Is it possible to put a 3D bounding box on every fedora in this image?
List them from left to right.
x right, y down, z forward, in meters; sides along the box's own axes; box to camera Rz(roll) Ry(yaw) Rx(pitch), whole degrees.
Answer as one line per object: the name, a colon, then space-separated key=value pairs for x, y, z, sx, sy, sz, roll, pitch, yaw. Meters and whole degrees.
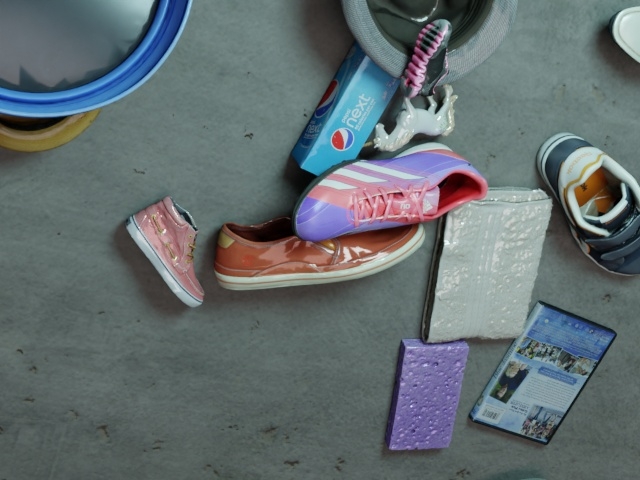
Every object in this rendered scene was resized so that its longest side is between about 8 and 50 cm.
fedora: x=-0.384 y=-0.214 z=1.388 sx=0.194 sy=0.079 sz=0.194 roll=-8 pitch=112 yaw=-20
fedora: x=0.134 y=-0.362 z=1.448 sx=0.244 sy=0.124 sz=0.275 roll=-43 pitch=125 yaw=7

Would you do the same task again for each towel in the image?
towel: x=0.275 y=0.043 z=1.723 sx=0.187 sy=0.049 sz=0.282 roll=-1 pitch=114 yaw=-16

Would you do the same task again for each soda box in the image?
soda box: x=0.042 y=-0.192 z=1.533 sx=0.071 sy=0.067 sz=0.210 roll=24 pitch=105 yaw=-25

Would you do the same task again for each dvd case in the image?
dvd case: x=0.399 y=0.242 z=1.867 sx=0.180 sy=0.022 sz=0.253 roll=21 pitch=106 yaw=-25

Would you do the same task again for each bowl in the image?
bowl: x=-0.350 y=-0.347 z=1.284 sx=0.391 sy=0.077 sz=0.391 roll=-3 pitch=98 yaw=-20

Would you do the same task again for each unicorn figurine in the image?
unicorn figurine: x=0.139 y=-0.185 z=1.556 sx=0.162 sy=0.060 sz=0.111 roll=3 pitch=96 yaw=-20

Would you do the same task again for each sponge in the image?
sponge: x=0.184 y=0.268 z=1.809 sx=0.117 sy=0.031 sz=0.210 roll=0 pitch=114 yaw=-17

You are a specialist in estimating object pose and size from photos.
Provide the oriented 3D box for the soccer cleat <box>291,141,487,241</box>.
soccer cleat: x=0.104 y=-0.064 z=1.528 sx=0.318 sy=0.116 sz=0.108 roll=-19 pitch=126 yaw=-33

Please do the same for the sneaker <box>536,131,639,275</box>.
sneaker: x=0.474 y=-0.034 z=1.706 sx=0.126 sy=0.127 sz=0.321 roll=-44 pitch=120 yaw=4

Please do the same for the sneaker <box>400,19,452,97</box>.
sneaker: x=0.155 y=-0.247 z=1.425 sx=0.057 sy=0.047 sz=0.119 roll=6 pitch=126 yaw=-30

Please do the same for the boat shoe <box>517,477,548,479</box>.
boat shoe: x=0.302 y=0.545 z=1.939 sx=0.320 sy=0.103 sz=0.118 roll=-31 pitch=74 yaw=-4

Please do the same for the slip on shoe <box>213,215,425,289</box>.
slip on shoe: x=0.000 y=0.000 z=1.586 sx=0.331 sy=0.123 sz=0.101 roll=-7 pitch=112 yaw=-8

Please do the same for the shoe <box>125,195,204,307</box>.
shoe: x=-0.208 y=0.017 z=1.556 sx=0.081 sy=0.063 sz=0.178 roll=-32 pitch=115 yaw=5

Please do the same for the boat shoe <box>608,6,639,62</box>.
boat shoe: x=0.547 y=-0.313 z=1.624 sx=0.254 sy=0.079 sz=0.095 roll=5 pitch=110 yaw=-21
